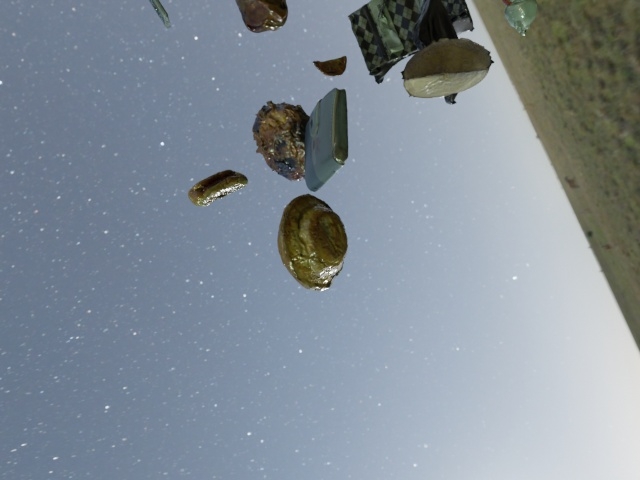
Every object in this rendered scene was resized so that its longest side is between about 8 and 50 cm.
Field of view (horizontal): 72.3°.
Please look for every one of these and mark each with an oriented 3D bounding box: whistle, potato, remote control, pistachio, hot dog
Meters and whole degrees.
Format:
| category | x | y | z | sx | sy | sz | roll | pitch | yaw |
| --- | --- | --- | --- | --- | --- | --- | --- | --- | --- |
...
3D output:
| category | x | y | z | sx | sy | sz | roll | pitch | yaw |
| --- | --- | --- | --- | --- | --- | --- | --- | --- | --- |
| whistle | 0.598 | -0.752 | 1.325 | 0.101 | 0.106 | 0.253 | -62 | -41 | -60 |
| potato | 0.340 | -0.481 | 1.223 | 0.098 | 0.243 | 0.138 | 73 | -167 | -65 |
| remote control | -0.435 | -0.626 | 1.167 | 0.124 | 0.018 | 0.053 | 58 | 166 | 8 |
| pistachio | -0.209 | -0.804 | 1.505 | 0.210 | 0.165 | 0.130 | 37 | -176 | 7 |
| hot dog | -0.367 | -0.202 | 1.592 | 0.084 | 0.073 | 0.242 | 41 | -130 | 20 |

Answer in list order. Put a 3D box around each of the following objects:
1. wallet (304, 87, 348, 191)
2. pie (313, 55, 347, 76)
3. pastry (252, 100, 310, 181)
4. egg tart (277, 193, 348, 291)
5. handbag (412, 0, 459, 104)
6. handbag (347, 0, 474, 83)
| category | x | y | z | sx | sy | sz | roll | pitch | yaw |
| --- | --- | --- | --- | --- | --- | --- | --- | --- | --- |
| wallet | 0.010 | -0.308 | 1.370 | 0.083 | 0.360 | 0.252 | -1 | -97 | -15 |
| pie | 0.054 | -0.819 | 2.080 | 0.191 | 0.033 | 0.088 | -20 | -90 | -26 |
| pastry | -0.118 | -0.432 | 1.995 | 0.292 | 0.337 | 0.405 | -59 | -29 | -20 |
| egg tart | 0.000 | 0.000 | 1.941 | 0.443 | 0.178 | 0.443 | 15 | -110 | -48 |
| handbag | 0.387 | -0.603 | 1.404 | 0.332 | 0.075 | 0.191 | 41 | -119 | -45 |
| handbag | 0.330 | -0.801 | 1.634 | 0.180 | 0.416 | 0.316 | 28 | -133 | -55 |
